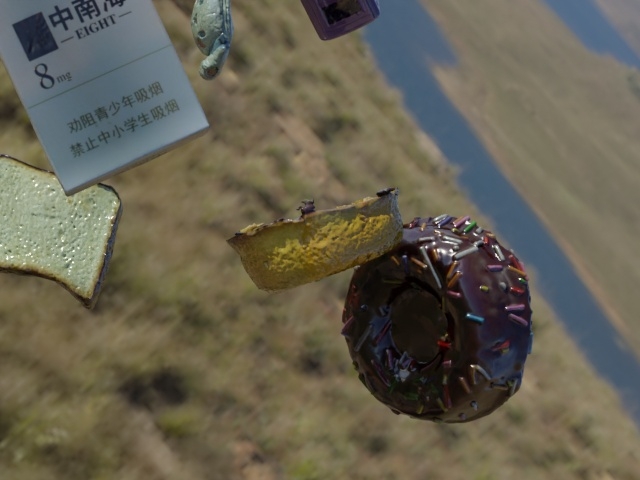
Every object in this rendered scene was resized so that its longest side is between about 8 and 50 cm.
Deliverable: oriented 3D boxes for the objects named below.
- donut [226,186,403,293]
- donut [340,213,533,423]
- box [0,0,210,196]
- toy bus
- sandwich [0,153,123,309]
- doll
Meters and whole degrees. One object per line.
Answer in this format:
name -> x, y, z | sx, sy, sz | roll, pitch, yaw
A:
donut -> 0.009, -0.003, 1.467 | 0.181, 0.146, 0.078 | -15, 88, -47
donut -> 0.115, 0.085, 1.592 | 0.089, 0.235, 0.235 | -6, 53, -47
box -> -0.223, -0.182, 1.401 | 0.243, 0.155, 0.067 | 66, -9, -1
toy bus -> -0.003, -0.302, 1.544 | 0.098, 0.086, 0.178 | -101, 165, -50
sandwich -> -0.401, -0.015, 2.128 | 0.214, 0.186, 0.065 | 12, -16, -1
doll -> -0.193, -0.398, 2.696 | 0.071, 0.103, 0.214 | 3, 83, -31
